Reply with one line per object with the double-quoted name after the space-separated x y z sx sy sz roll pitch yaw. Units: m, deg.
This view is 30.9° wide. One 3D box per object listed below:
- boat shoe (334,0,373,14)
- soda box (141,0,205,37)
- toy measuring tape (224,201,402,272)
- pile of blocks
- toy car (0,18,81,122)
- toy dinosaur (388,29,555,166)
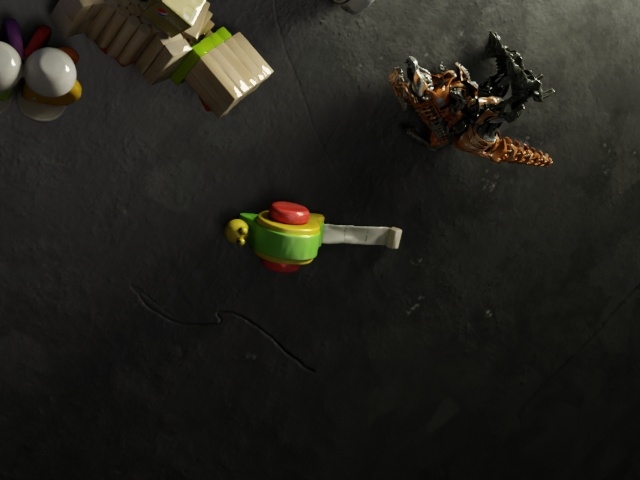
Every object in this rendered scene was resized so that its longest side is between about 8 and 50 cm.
0.107 -0.540 1.795 0.156 0.136 0.367 35 105 -24 "boat shoe"
-0.194 -0.392 1.720 0.061 0.058 0.181 38 58 -28 "soda box"
0.000 0.000 1.957 0.330 0.121 0.121 5 108 -21 "toy measuring tape"
-0.255 -0.310 1.771 0.362 0.149 0.113 30 140 -17 "pile of blocks"
-0.442 -0.259 1.700 0.182 0.159 0.136 4 74 -20 "toy car"
0.269 -0.227 1.977 0.322 0.164 0.218 22 117 -43 "toy dinosaur"
